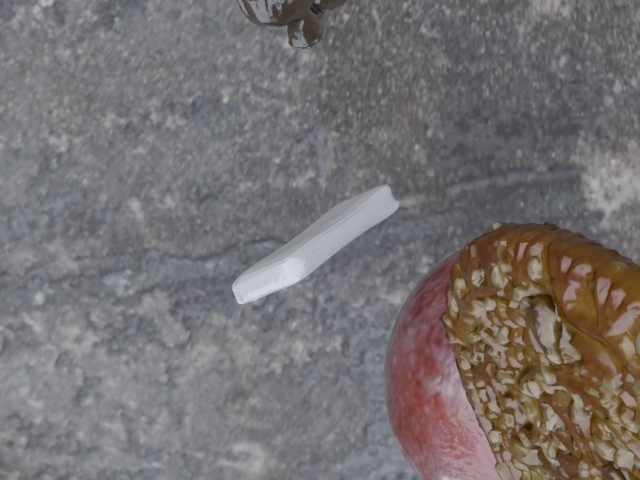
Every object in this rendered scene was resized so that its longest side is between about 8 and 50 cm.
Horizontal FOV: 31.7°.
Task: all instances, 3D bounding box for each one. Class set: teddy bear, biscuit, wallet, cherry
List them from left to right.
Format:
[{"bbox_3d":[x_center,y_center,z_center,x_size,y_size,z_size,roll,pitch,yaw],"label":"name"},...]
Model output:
[{"bbox_3d":[0.000,0.000,1.062,0.095,0.190,0.033,-21,100,46],"label":"wallet"},{"bbox_3d":[0.004,-0.213,0.887,0.078,0.160,0.119,24,138,25],"label":"teddy bear"},{"bbox_3d":[0.160,0.117,1.001,0.213,0.285,0.236,1,123,14],"label":"cherry"},{"bbox_3d":[0.146,0.125,0.506,0.038,0.305,0.305,-31,125,-13],"label":"biscuit"}]
